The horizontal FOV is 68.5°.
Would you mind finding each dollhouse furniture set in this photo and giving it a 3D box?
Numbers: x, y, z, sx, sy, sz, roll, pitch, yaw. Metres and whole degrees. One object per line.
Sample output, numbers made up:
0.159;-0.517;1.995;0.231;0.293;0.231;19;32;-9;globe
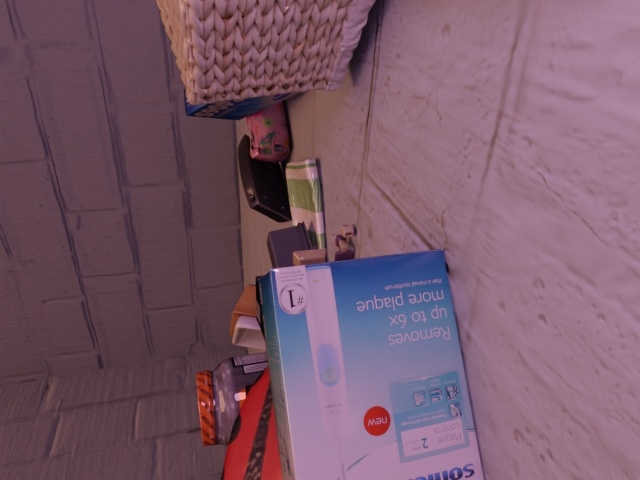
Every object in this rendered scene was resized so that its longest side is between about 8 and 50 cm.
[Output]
0.000;0.000;0.907;0.081;0.114;0.091;-109;17;-55;dollhouse furniture set

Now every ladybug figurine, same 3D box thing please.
-0.050;0.373;0.781;0.305;0.161;0.450;-20;50;37;ladybug figurine

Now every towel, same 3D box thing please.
-0.037;-0.037;1.179;0.248;0.038;0.325;-159;64;-73;towel

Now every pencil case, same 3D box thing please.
-0.163;-0.366;1.359;0.124;0.124;0.285;132;131;-71;pencil case

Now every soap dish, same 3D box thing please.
-0.124;0.219;1.271;0.291;0.228;0.118;118;160;-64;soap dish

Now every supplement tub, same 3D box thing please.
-0.107;0.344;1.042;0.193;0.315;0.194;174;90;-76;supplement tub

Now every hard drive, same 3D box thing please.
-0.170;-0.179;1.404;0.172;0.054;0.255;27;-140;-51;hard drive

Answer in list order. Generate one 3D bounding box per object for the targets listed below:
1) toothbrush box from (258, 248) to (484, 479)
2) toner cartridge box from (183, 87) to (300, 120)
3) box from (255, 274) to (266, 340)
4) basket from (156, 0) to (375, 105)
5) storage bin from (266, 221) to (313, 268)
0.052;0.173;0.572;0.126;0.216;0.296;147;117;-74;toothbrush box
-0.194;-0.375;1.162;0.347;0.165;0.075;-1;95;53;toner cartridge box
-0.011;0.138;0.858;0.261;0.184;0.103;-141;50;-69;box
-0.101;-0.420;0.663;0.331;0.266;0.329;121;130;-66;basket
-0.073;0.033;1.113;0.098;0.090;0.135;108;150;-56;storage bin
